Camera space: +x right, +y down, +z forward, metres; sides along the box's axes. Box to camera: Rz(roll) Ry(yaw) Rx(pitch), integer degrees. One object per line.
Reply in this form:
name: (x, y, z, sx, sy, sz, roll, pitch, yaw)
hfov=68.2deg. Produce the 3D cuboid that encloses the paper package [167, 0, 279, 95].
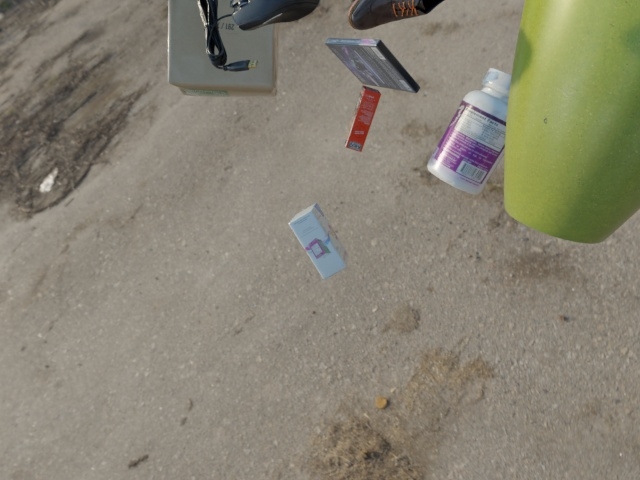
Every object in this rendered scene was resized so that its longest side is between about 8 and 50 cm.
paper package: (-0.289, -0.606, 1.461, 0.324, 0.168, 0.310, 2, 94, -2)

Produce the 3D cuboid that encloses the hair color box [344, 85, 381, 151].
hair color box: (0.099, -0.290, 1.126, 0.043, 0.141, 0.072, 15, 23, -6)

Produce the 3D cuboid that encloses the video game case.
video game case: (0.147, -0.514, 1.383, 0.026, 0.196, 0.274, -55, 37, 2)

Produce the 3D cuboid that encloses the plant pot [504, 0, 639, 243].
plant pot: (0.355, -0.154, 0.601, 0.274, 0.294, 0.275, 10, 24, -5)

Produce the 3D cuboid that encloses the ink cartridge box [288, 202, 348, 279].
ink cartridge box: (0.000, 0.000, 0.872, 0.052, 0.122, 0.088, -29, 9, 12)

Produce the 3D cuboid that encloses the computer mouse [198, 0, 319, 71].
computer mouse: (-0.128, -0.445, 0.955, 0.262, 0.060, 0.184, -5, 91, 11)

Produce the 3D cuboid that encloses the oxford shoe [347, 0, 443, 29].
oxford shoe: (0.189, -0.547, 1.069, 0.271, 0.097, 0.098, -22, 51, 20)

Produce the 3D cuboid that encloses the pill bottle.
pill bottle: (0.427, -0.290, 1.263, 0.169, 0.169, 0.301, 49, 121, 45)
